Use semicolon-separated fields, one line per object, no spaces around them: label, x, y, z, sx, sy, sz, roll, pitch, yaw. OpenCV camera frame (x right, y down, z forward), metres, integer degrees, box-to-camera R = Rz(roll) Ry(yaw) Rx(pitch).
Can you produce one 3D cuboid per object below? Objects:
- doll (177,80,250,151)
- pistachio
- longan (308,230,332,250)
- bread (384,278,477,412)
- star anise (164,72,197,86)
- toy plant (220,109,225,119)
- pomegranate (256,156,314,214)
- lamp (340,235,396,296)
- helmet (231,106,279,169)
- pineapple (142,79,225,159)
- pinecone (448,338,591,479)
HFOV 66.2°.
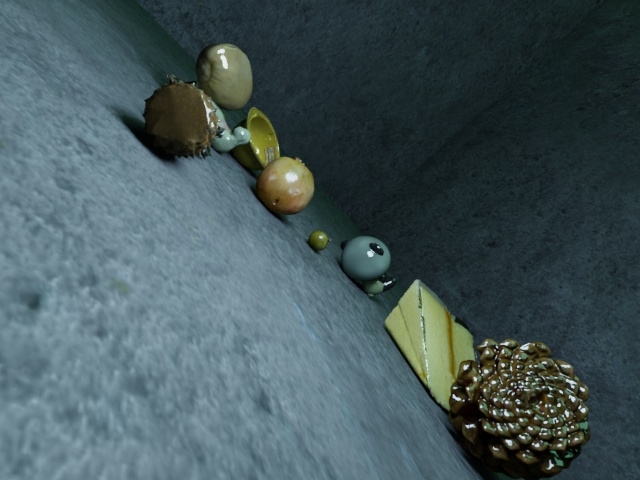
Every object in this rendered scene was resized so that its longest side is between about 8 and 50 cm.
doll;-0.350;-0.373;1.525;0.275;0.113;0.155;39;13;-14
pistachio;-0.305;-0.522;1.575;0.162;0.181;0.293;48;-4;15
longan;0.000;0.000;1.677;0.075;0.083;0.075;175;-90;-85
bread;0.425;0.394;1.606;0.345;0.242;0.405;40;8;-32
star anise;-0.444;-0.474;1.588;0.124;0.056;0.129;16;-35;6
toy plant;-0.382;-0.436;1.681;0.162;0.092;0.092;52;9;26
pomegranate;-0.108;-0.173;1.554;0.191;0.191;0.191;47;8;-8
lamp;0.183;0.095;1.883;0.244;0.197;0.198;62;-1;-33
helmet;-0.253;-0.341;1.739;0.257;0.140;0.205;45;42;-58
pineapple;-0.307;-0.266;1.132;0.165;0.165;0.364;46;-1;-13
pinecone;0.523;0.475;1.351;0.384;0.384;0.384;47;8;-8
